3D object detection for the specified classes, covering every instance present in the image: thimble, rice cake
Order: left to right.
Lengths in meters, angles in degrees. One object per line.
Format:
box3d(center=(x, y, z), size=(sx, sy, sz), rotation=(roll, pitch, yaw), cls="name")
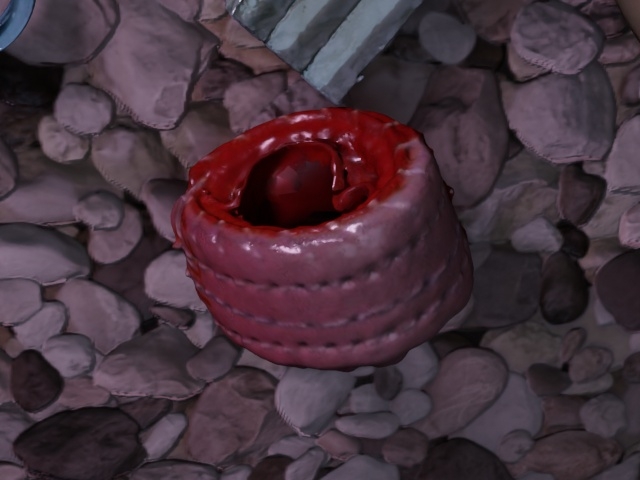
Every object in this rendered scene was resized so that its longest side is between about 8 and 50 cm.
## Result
box3d(center=(0.007, -0.002, 0.950), size=(0.190, 0.163, 0.125), rotation=(6, 135, 33), cls="thimble")
box3d(center=(0.039, -0.201, 0.913), size=(0.211, 0.038, 0.124), rotation=(-44, 122, 14), cls="rice cake")

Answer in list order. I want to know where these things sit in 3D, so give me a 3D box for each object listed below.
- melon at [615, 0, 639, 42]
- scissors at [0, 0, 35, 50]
box3d(center=(0.285, -0.176, 0.827), size=(0.223, 0.317, 0.223), rotation=(-4, 122, -7), cls="melon")
box3d(center=(-0.254, -0.261, 0.801), size=(0.180, 0.032, 0.393), rotation=(-1, 123, -14), cls="scissors")
